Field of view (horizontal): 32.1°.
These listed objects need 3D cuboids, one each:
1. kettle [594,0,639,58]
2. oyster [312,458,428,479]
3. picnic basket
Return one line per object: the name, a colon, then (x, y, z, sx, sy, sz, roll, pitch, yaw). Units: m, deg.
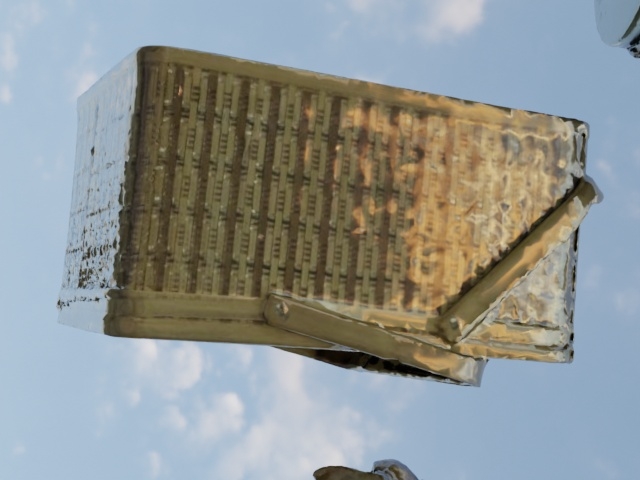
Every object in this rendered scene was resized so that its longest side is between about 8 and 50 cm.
kettle: (0.342, -0.222, 0.651, 0.317, 0.205, 0.265, 6, -70, 2)
oyster: (0.079, 0.223, 0.789, 0.232, 0.107, 0.162, 13, -50, 37)
picnic basket: (0.000, 0.000, 0.732, 0.228, 0.312, 0.175, 174, -79, -67)
